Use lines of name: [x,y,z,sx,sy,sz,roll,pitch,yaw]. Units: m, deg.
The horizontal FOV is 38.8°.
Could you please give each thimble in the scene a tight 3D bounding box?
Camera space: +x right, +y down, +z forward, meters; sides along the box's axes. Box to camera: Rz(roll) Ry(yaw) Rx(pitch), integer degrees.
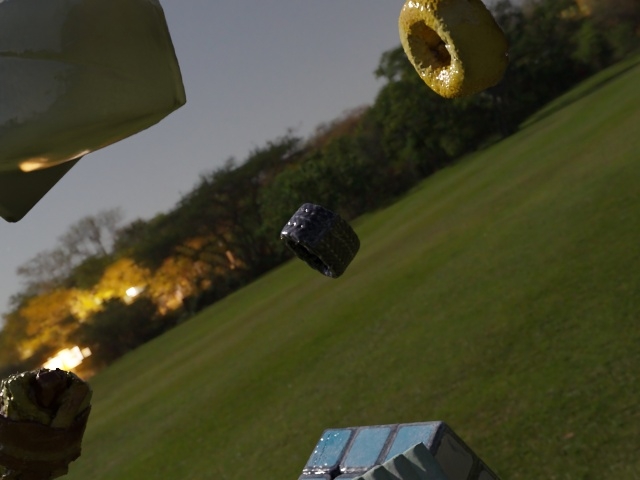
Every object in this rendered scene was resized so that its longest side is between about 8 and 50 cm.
thimble: [0.000,0.001,1.238,0.066,0.095,0.104,-55,-26,-15]

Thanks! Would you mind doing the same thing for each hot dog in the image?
hot dog: [-0.407,0.282,1.324,0.146,0.213,0.103,-4,23,-34]

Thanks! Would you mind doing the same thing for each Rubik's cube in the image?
Rubik's cube: [0.127,0.498,1.457,0.301,0.304,0.305,-20,33,47]

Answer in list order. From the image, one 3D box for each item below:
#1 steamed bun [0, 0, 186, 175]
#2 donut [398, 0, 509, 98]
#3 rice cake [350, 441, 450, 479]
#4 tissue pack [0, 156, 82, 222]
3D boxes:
steamed bun: [-0.253,-0.145,0.830,0.164,0.146,0.241,-18,5,-39]
donut: [0.164,-0.257,1.176,0.065,0.162,0.178,-41,-20,-13]
rice cake: [0.123,0.387,1.214,0.189,0.198,0.037,-25,-34,-6]
tissue pack: [-0.403,-0.160,1.050,0.159,0.246,0.136,-49,-27,-11]
